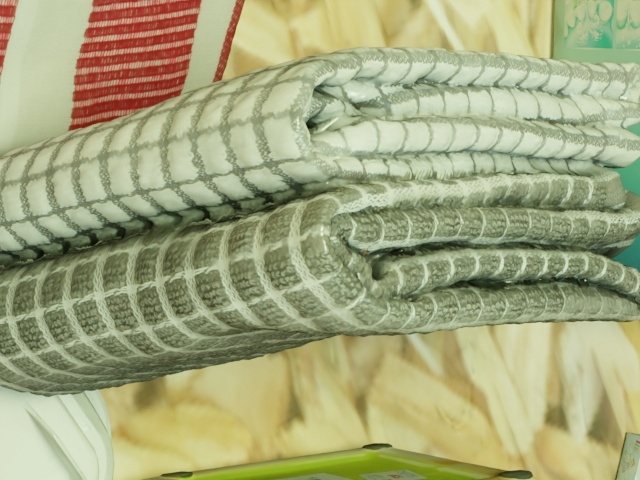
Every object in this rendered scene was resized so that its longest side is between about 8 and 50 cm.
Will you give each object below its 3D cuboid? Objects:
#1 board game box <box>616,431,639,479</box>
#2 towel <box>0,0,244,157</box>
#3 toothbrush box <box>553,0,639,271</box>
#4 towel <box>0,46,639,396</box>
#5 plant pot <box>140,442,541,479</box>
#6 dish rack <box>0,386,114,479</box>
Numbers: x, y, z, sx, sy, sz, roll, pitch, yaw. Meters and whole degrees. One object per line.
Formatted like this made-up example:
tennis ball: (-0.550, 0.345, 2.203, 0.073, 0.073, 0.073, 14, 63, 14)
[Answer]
board game box: (0.222, 0.171, 1.163, 0.090, 0.020, 0.090, 13, 90, -30)
towel: (-0.118, -0.141, 0.803, 0.329, 0.037, 0.237, -10, 125, -56)
toothbrush box: (0.256, -0.118, 1.084, 0.216, 0.126, 0.295, -1, 96, -29)
towel: (0.000, 0.000, 0.858, 0.284, 0.235, 0.121, -2, 80, -50)
plant pot: (0.009, 0.220, 0.939, 0.227, 0.228, 0.207, -4, 93, -28)
dish rack: (-0.249, 0.082, 0.833, 0.285, 0.072, 0.333, -41, 120, -20)
